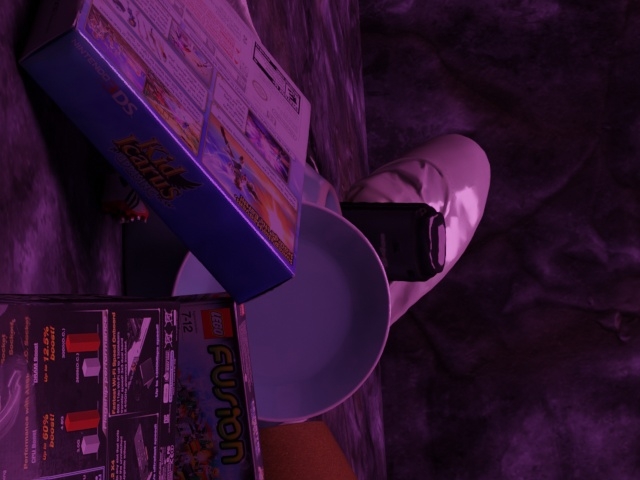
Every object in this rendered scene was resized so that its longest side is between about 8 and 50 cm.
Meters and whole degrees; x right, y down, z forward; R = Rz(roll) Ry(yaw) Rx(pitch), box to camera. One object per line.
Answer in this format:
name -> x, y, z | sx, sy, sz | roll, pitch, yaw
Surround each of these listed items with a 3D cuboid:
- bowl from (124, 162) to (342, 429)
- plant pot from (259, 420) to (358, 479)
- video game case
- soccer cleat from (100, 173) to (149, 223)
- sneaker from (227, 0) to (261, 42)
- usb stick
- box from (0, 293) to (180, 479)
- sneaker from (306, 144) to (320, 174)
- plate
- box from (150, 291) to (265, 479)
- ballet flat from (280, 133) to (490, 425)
bowl -> -0.062, 0.043, 1.748 | 0.311, 0.163, 0.312 | -5, 90, -82
plant pot -> -0.028, 0.289, 1.639 | 0.237, 0.237, 0.254 | 41, 39, -78
video game case -> -0.112, -0.121, 1.508 | 0.269, 0.061, 0.244 | 50, 25, -28
soccer cleat -> -0.160, -0.034, 1.582 | 0.083, 0.029, 0.036 | 28, 61, -75
sneaker -> -0.123, -0.232, 1.786 | 0.169, 0.108, 0.293 | -179, -107, -79
usb stick -> 0.000, 0.000, 1.878 | 0.045, 0.278, 0.077 | -4, 94, -53
box -> -0.159, 0.183, 1.030 | 0.242, 0.076, 0.308 | 2, 89, -70
sneaker -> -0.053, 0.011, 2.120 | 0.136, 0.115, 0.314 | -113, -164, -65
plate -> -0.034, 0.058, 1.615 | 0.024, 0.188, 0.188 | -172, -104, -79
box -> -0.107, 0.147, 1.532 | 0.036, 0.114, 0.207 | -51, 135, -78
ballet flat -> 0.039, 0.023, 1.983 | 0.400, 0.139, 0.139 | -50, 154, -16
